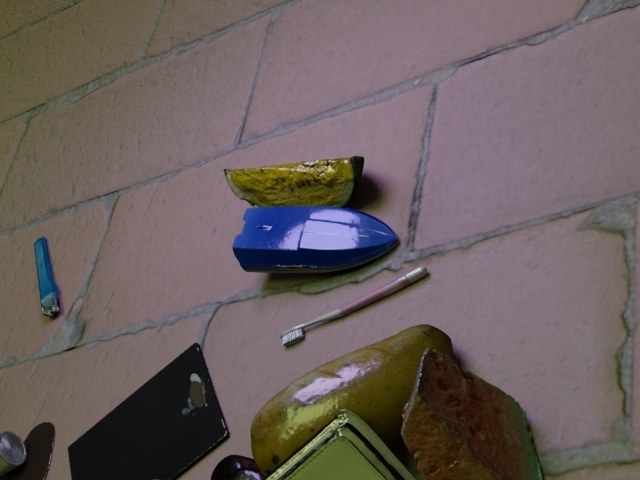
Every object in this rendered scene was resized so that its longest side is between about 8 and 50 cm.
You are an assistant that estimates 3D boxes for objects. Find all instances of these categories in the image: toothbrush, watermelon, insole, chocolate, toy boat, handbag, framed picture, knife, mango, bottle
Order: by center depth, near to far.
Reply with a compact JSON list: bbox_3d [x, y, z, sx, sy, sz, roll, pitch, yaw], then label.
[{"bbox_3d":[0.168,0.247,1.449,0.140,0.256,0.193,-32,33,17],"label":"watermelon"},{"bbox_3d":[-0.022,0.429,1.486,0.358,0.236,0.160,-42,4,7],"label":"handbag"},{"bbox_3d":[0.054,0.241,1.639,0.330,0.175,0.176,-24,43,-1],"label":"mango"},{"bbox_3d":[-0.123,0.385,1.735,0.125,0.080,0.149,-52,40,-8],"label":"chocolate"},{"bbox_3d":[0.051,0.109,1.862,0.286,0.020,0.025,-28,50,23],"label":"toothbrush"},{"bbox_3d":[0.000,0.000,1.962,0.295,0.088,0.129,0,56,30],"label":"toy boat"},{"bbox_3d":[-0.309,0.352,1.988,0.324,0.013,0.244,-39,39,9],"label":"framed picture"},{"bbox_3d":[-0.033,-0.109,2.041,0.301,0.129,0.123,-2,58,35],"label":"watermelon"},{"bbox_3d":[-0.562,0.484,2.108,0.111,0.007,0.327,-12,50,37],"label":"insole"},{"bbox_3d":[-0.656,0.437,2.176,0.202,0.072,0.072,-31,41,23],"label":"bottle"},{"bbox_3d":[-0.597,0.077,2.482,0.044,0.026,0.296,-36,37,8],"label":"knife"}]

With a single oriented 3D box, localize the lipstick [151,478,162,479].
[{"bbox_3d":[-0.220,0.421,1.816,0.158,0.048,0.048,7,62,46],"label":"lipstick"}]
